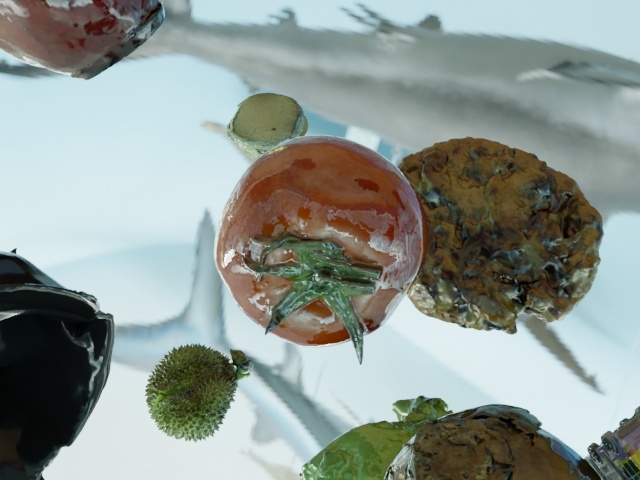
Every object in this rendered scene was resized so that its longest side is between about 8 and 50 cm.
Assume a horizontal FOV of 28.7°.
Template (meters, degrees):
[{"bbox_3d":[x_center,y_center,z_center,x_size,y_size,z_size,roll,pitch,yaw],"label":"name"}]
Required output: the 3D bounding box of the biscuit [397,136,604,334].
[{"bbox_3d":[0.239,-0.012,1.805,0.334,0.289,0.081,23,162,14],"label":"biscuit"}]

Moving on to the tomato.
[{"bbox_3d":[0.000,0.000,1.486,0.255,0.256,0.224,13,-153,-4],"label":"tomato"}]

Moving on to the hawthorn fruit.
[{"bbox_3d":[-0.289,-0.285,1.313,0.215,0.215,0.249,38,-175,40],"label":"hawthorn fruit"}]

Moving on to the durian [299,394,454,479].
[{"bbox_3d":[0.097,0.359,1.603,0.255,0.204,0.340,7,-137,-32],"label":"durian"}]

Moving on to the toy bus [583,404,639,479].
[{"bbox_3d":[0.270,0.183,1.077,0.052,0.102,0.058,-33,-106,-15],"label":"toy bus"}]

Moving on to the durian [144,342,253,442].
[{"bbox_3d":[-0.228,0.264,2.225,0.159,0.146,0.198,31,-127,-3],"label":"durian"}]

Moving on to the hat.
[{"bbox_3d":[-0.288,0.075,0.904,0.209,0.336,0.238,43,-113,13],"label":"hat"}]

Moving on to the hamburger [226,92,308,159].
[{"bbox_3d":[-0.092,-0.205,2.209,0.133,0.062,0.140,26,-116,19],"label":"hamburger"}]

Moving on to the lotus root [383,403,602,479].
[{"bbox_3d":[0.170,0.266,1.027,0.179,0.397,0.196,-46,-136,-12],"label":"lotus root"}]
